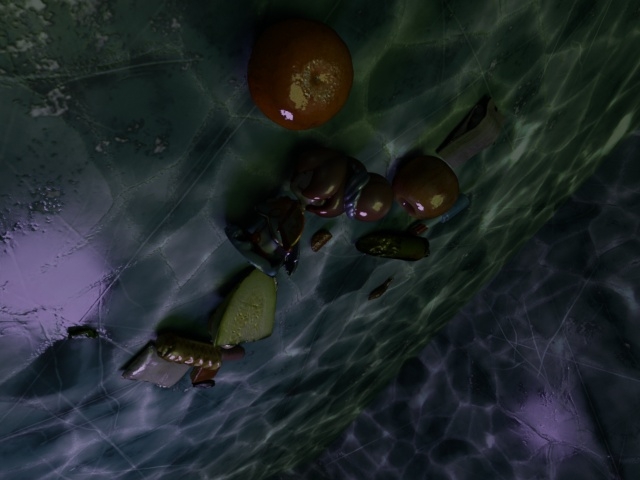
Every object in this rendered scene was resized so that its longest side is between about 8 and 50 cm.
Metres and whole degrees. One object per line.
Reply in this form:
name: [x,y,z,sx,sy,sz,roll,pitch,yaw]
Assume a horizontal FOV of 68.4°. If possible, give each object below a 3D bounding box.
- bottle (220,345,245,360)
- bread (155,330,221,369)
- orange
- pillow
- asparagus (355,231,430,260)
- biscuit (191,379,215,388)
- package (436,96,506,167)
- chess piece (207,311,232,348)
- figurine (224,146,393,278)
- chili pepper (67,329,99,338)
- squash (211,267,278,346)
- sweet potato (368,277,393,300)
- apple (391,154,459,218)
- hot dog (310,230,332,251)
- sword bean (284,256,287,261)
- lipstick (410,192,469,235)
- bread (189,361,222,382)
bottle: [-0.334,0.405,1.689,0.053,0.053,0.140,-51,147,17]
bread: [-0.414,0.348,1.484,0.087,0.098,0.269,-22,152,15]
orange: [-0.044,-0.337,0.956,0.224,0.170,0.223,-17,120,-31]
pillow: [-0.511,0.405,1.505,0.148,0.050,0.230,-48,149,-1]
asparagus: [0.291,0.024,1.829,0.382,0.129,0.108,6,91,-49]
biscuit: [-0.436,0.534,1.751,0.089,0.027,0.087,2,153,-25]
package: [0.541,-0.365,1.662,0.251,0.062,0.204,-47,148,17]
chess piece: [-0.310,0.305,1.560,0.094,0.094,0.170,-31,152,-17]
figurine: [-0.029,-0.079,1.239,0.388,0.276,0.248,-46,125,4]
chili pepper: [-0.609,0.243,1.220,0.083,0.022,0.027,15,85,-53]
squash: [-0.219,0.202,1.465,0.155,0.203,0.237,-33,159,33]
sweet potato: [0.277,0.225,2.143,0.153,0.038,0.041,-41,172,-4]
apple: [0.347,-0.172,1.555,0.188,0.211,0.211,-40,149,-6]
hot dog: [0.000,0.000,1.556,0.083,0.035,0.058,-43,149,4]
sword bean: [-0.108,0.041,1.514,0.012,0.012,0.083,-20,143,-30]
lipstick: [0.485,-0.100,1.925,0.274,0.068,0.061,-33,151,-13]
bread: [-0.412,0.466,1.700,0.095,0.035,0.090,1,130,-47]
